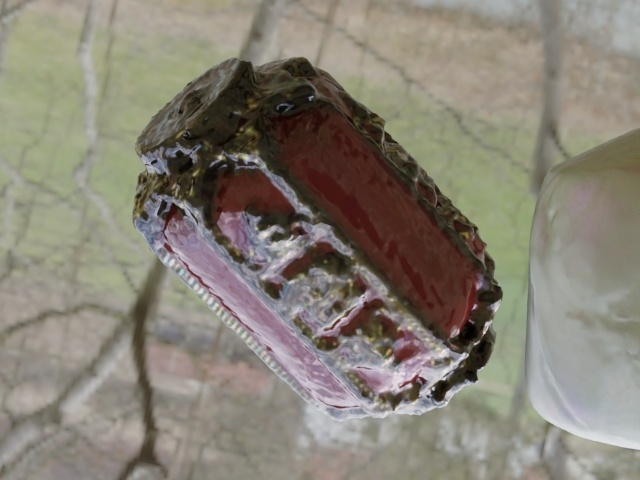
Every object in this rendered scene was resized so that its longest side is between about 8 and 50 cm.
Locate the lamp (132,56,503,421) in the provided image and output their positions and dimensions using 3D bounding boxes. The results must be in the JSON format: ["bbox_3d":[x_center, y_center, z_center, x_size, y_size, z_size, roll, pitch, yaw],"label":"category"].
[{"bbox_3d":[0.000,0.000,1.048,0.274,0.177,0.177,45,165,-21],"label":"lamp"}]

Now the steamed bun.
[{"bbox_3d":[0.224,0.025,0.754,0.239,0.170,0.152,-8,-164,-26],"label":"steamed bun"}]
